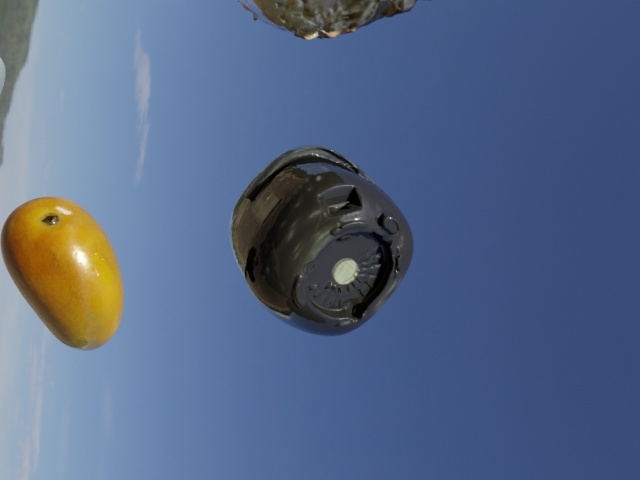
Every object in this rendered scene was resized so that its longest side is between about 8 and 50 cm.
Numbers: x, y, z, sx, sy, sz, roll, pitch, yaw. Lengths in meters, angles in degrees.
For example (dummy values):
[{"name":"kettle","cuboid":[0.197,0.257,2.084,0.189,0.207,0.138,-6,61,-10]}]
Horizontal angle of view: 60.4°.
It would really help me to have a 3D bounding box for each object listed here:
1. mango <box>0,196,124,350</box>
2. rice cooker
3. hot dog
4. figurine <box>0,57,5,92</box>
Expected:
[{"name":"mango","cuboid":[-0.380,0.056,0.837,0.175,0.139,0.255,7,-57,50]},{"name":"rice cooker","cuboid":[0.000,0.000,0.828,0.224,0.267,0.267,45,-57,57]},{"name":"hot dog","cuboid":[0.033,-0.430,0.788,0.365,0.367,0.196,-128,-162,-61]},{"name":"figurine","cuboid":[-0.489,-0.197,0.463,0.205,0.381,0.224,-53,-151,6]}]
